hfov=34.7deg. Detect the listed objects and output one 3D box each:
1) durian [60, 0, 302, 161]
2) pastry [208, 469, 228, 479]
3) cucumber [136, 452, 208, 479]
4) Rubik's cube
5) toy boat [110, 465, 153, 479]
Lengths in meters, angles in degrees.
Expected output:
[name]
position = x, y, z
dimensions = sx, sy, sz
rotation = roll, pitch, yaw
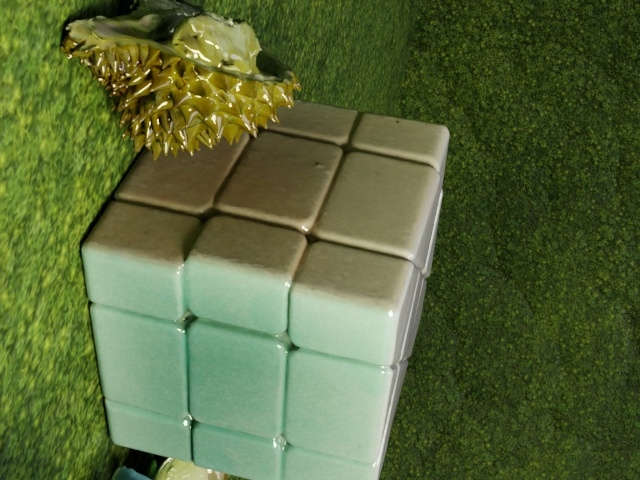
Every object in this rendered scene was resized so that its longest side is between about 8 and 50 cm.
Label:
[durian]
position = -0.121, -0.164, 0.963
dimensions = 0.306, 0.172, 0.166
rotation = -32, 109, -67
[pastry]
position = -0.170, 0.302, 1.428
dimensions = 0.156, 0.092, 0.156
rotation = -167, -90, -90
[cucumber]
position = -0.200, 0.361, 1.295
dimensions = 0.145, 0.105, 0.325
rotation = -25, 133, -37
[Rubik's cube]
position = -0.048, 0.051, 1.143
dimensions = 0.318, 0.316, 0.321
rotation = -68, 165, -47
[toy boat]
position = -0.213, 0.339, 1.155
dimensions = 0.088, 0.102, 0.215
rotation = -67, 151, -43
